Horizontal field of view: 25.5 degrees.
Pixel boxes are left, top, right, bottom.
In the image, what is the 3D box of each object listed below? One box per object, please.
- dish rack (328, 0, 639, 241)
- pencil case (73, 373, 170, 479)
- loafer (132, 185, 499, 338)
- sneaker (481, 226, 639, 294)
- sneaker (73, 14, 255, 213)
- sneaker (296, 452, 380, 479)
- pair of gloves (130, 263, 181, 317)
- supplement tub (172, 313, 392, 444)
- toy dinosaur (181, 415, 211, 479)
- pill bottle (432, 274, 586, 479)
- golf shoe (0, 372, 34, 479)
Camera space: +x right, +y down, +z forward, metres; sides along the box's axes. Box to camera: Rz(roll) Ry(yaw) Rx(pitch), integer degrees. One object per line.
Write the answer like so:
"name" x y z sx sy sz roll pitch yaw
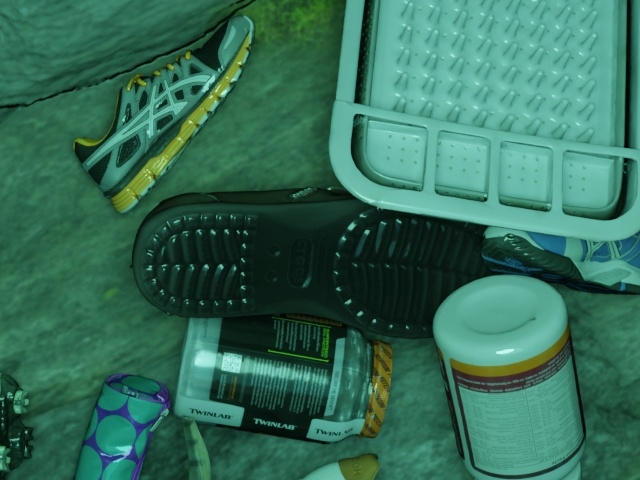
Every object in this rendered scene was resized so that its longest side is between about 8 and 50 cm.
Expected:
"dish rack" 0.155 -0.155 1.264 0.286 0.072 0.332 8 68 -5
"pencil case" -0.190 0.205 1.326 0.070 0.064 0.151 18 95 19
"loafer" 0.000 0.000 1.291 0.366 0.130 0.133 7 106 -23
"sneaker" 0.227 0.001 1.312 0.211 0.080 0.081 11 82 -42
"sneaker" -0.140 -0.127 1.290 0.083 0.084 0.215 41 92 -3
"sneaker" 0.082 0.337 1.342 0.123 0.106 0.290 -29 96 1
"pair of gloves" -0.130 0.028 1.341 0.083 0.010 0.074 -42 98 1
"supplement tub" -0.035 0.124 1.305 0.190 0.117 0.117 11 95 -5
"toy dinosaur" -0.123 0.286 1.326 0.118 0.064 0.268 10 113 -36
"pill bottle" 0.179 0.151 1.294 0.121 0.121 0.221 -16 122 -3
"golf shoe" -0.334 0.258 1.315 0.120 0.105 0.272 -1 90 11
